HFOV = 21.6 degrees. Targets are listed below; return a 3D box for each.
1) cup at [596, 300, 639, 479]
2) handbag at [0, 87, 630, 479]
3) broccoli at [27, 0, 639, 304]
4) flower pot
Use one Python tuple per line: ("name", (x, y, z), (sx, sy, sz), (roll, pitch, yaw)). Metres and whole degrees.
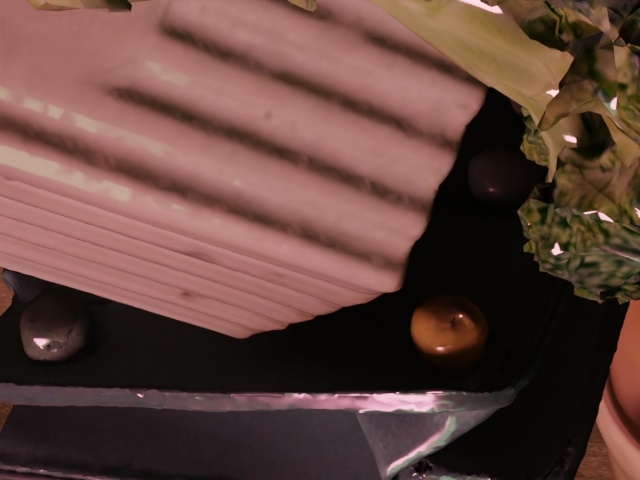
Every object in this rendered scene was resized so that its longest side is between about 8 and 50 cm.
("cup", (0.291, 0.078, 1.038), (0.173, 0.255, 0.202), (50, 177, 27))
("handbag", (0.001, -0.003, 0.760), (0.274, 0.269, 0.100), (6, 135, 23))
("broccoli", (0.053, -0.103, 0.408), (0.270, 0.270, 0.270), (-7, 157, 12))
("flower pot", (-0.058, -0.094, 0.598), (0.189, 0.239, 0.209), (18, -170, -23))
